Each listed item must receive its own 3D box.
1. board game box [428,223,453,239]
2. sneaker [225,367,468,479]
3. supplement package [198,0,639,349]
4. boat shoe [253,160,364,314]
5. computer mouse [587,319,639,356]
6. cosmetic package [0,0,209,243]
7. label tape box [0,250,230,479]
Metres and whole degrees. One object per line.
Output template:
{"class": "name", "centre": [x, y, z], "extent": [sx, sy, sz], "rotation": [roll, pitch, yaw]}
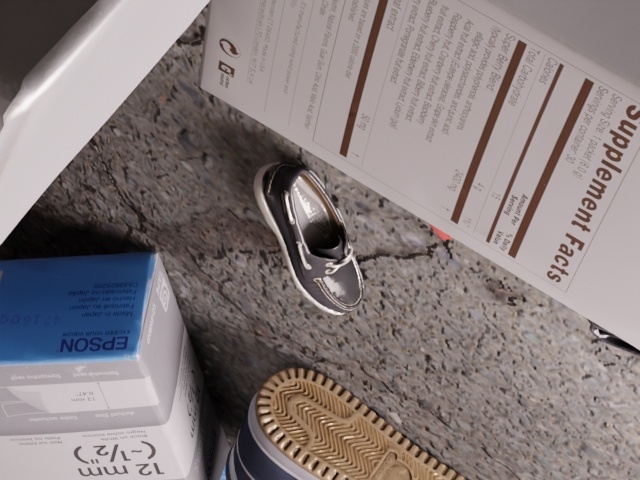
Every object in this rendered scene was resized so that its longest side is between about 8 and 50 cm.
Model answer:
{"class": "board game box", "centre": [0.036, -0.115, 1.079], "extent": [0.281, 0.027, 0.145], "rotation": [48, 147, -19]}
{"class": "sneaker", "centre": [0.043, 0.228, 1.486], "extent": [0.282, 0.099, 0.153], "rotation": [42, 146, 4]}
{"class": "supplement package", "centre": [0.118, -0.101, 0.856], "extent": [0.293, 0.177, 0.175], "rotation": [31, 150, 9]}
{"class": "boat shoe", "centre": [0.000, 0.000, 1.266], "extent": [0.038, 0.046, 0.125], "rotation": [7, 131, 49]}
{"class": "computer mouse", "centre": [0.235, 0.033, 1.045], "extent": [0.184, 0.060, 0.262], "rotation": [29, 150, 15]}
{"class": "cosmetic package", "centre": [-0.061, -0.225, 0.588], "extent": [0.230, 0.453, 0.161], "rotation": [38, 151, -3]}
{"class": "label tape box", "centre": [-0.220, 0.162, 1.565], "extent": [0.249, 0.115, 0.347], "rotation": [-3, 137, 10]}
